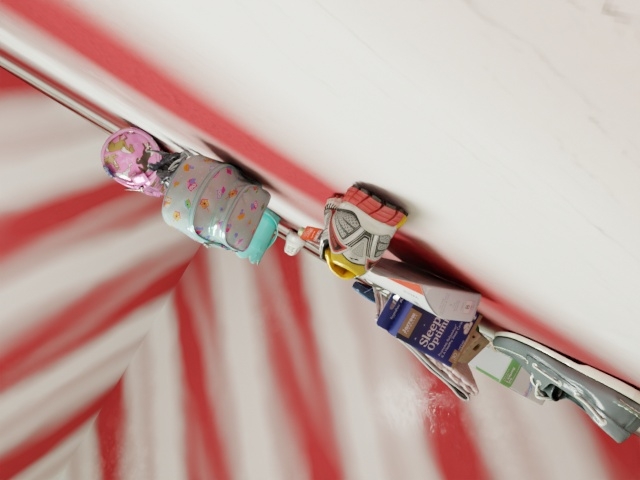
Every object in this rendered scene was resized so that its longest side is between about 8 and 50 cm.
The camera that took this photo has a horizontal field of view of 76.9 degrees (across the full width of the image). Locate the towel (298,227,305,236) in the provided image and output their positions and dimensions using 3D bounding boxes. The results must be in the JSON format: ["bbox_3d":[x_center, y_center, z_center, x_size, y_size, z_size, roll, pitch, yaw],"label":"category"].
[{"bbox_3d":[-0.013,0.002,1.312,0.110,0.027,0.148,28,175,15],"label":"towel"}]

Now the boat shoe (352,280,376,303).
[{"bbox_3d":[0.261,0.227,1.750,0.258,0.089,0.109,26,-170,-14],"label":"boat shoe"}]

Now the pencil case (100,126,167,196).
[{"bbox_3d":[-0.545,-0.228,1.257,0.160,0.167,0.386,30,176,-12],"label":"pencil case"}]

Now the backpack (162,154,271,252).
[{"bbox_3d":[-0.195,-0.068,0.766,0.144,0.165,0.188,25,178,27],"label":"backpack"}]

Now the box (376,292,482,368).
[{"bbox_3d":[0.235,0.170,0.856,0.225,0.136,0.036,32,176,-23],"label":"box"}]

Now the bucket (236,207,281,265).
[{"bbox_3d":[-0.280,-0.057,1.370,0.281,0.183,0.281,29,176,2],"label":"bucket"}]

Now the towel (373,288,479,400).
[{"bbox_3d":[0.271,0.242,1.111,0.332,0.053,0.317,42,-165,-5],"label":"towel"}]

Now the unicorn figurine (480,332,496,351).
[{"bbox_3d":[0.527,0.330,1.381,0.162,0.060,0.111,7,163,34],"label":"unicorn figurine"}]

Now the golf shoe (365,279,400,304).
[{"bbox_3d":[0.166,0.104,0.969,0.198,0.077,0.094,24,173,43],"label":"golf shoe"}]

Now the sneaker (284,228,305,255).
[{"bbox_3d":[-0.105,0.014,1.630,0.090,0.094,0.235,31,174,3],"label":"sneaker"}]

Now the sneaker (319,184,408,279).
[{"bbox_3d":[0.031,-0.003,0.498,0.088,0.092,0.225,29,177,0],"label":"sneaker"}]

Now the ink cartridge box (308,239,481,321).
[{"bbox_3d":[0.111,0.066,0.651,0.232,0.066,0.189,8,-170,-35],"label":"ink cartridge box"}]

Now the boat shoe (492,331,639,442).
[{"bbox_3d":[0.463,0.275,0.806,0.116,0.099,0.319,32,175,-26],"label":"boat shoe"}]

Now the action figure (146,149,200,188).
[{"bbox_3d":[-0.305,-0.136,0.985,0.275,0.141,0.164,56,-172,7],"label":"action figure"}]

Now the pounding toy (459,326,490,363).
[{"bbox_3d":[0.324,0.205,1.034,0.206,0.094,0.181,48,-171,36],"label":"pounding toy"}]

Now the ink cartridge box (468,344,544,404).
[{"bbox_3d":[0.675,0.464,1.467,0.278,0.117,0.201,31,176,-26],"label":"ink cartridge box"}]

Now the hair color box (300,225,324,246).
[{"bbox_3d":[0.000,0.000,1.082,0.072,0.043,0.141,32,175,-18],"label":"hair color box"}]
